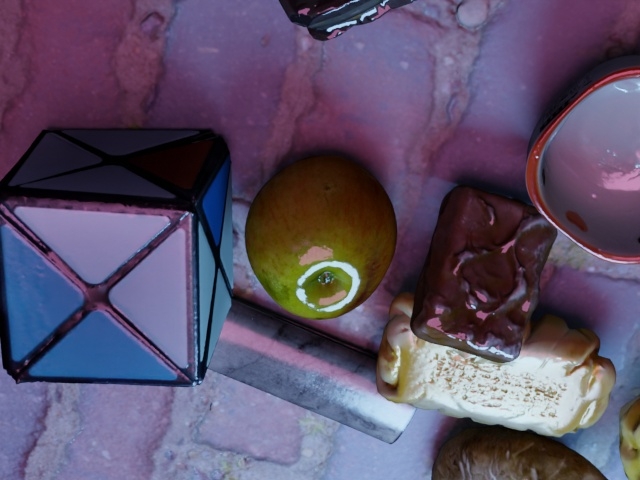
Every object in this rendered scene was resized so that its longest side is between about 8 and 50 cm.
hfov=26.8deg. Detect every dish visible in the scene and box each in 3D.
[{"bbox_3d":[0.369,-0.109,1.606,0.256,0.117,0.256,2,119,3],"label":"dish"}]

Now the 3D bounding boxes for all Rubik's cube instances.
[{"bbox_3d":[-0.244,0.015,1.634,0.248,0.250,0.246,2,114,5],"label":"Rubik's cube"}]

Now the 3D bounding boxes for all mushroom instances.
[{"bbox_3d":[0.272,0.320,1.813,0.285,0.156,0.151,7,124,30],"label":"mushroom"}]

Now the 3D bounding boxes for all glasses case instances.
[{"bbox_3d":[-0.015,0.180,1.825,0.299,0.060,0.114,24,112,-10],"label":"glasses case"}]

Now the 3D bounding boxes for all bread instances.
[{"bbox_3d":[0.229,0.160,1.763,0.311,0.121,0.173,14,120,-4],"label":"bread"}]

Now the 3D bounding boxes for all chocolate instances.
[{"bbox_3d":[0.205,0.035,1.650,0.148,0.093,0.214,18,79,-7],"label":"chocolate"}]

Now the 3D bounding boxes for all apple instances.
[{"bbox_3d":[0.000,0.000,1.659,0.196,0.196,0.196,2,119,3],"label":"apple"}]

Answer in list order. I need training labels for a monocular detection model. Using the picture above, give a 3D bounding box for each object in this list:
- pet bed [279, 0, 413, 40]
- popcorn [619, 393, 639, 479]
[{"bbox_3d":[0.044,-0.338,1.488,0.211,0.159,0.183,-25,90,15],"label":"pet bed"},{"bbox_3d":[0.564,0.309,1.696,0.390,0.354,0.344,-18,110,40],"label":"popcorn"}]
